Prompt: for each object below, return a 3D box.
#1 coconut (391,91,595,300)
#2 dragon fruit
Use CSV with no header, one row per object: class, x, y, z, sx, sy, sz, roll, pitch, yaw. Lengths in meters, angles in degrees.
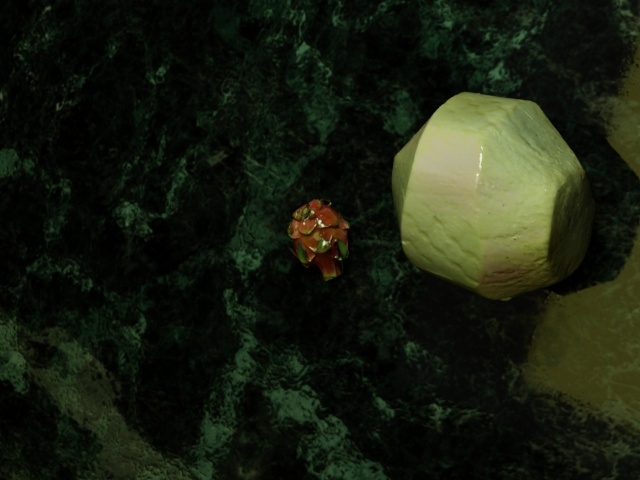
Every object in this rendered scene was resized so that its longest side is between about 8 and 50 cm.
coconut,0.199,-0.057,1.371,0.259,0.259,0.259,-1,89,29
dragon fruit,0.002,0.001,1.573,0.086,0.081,0.116,-26,101,24
